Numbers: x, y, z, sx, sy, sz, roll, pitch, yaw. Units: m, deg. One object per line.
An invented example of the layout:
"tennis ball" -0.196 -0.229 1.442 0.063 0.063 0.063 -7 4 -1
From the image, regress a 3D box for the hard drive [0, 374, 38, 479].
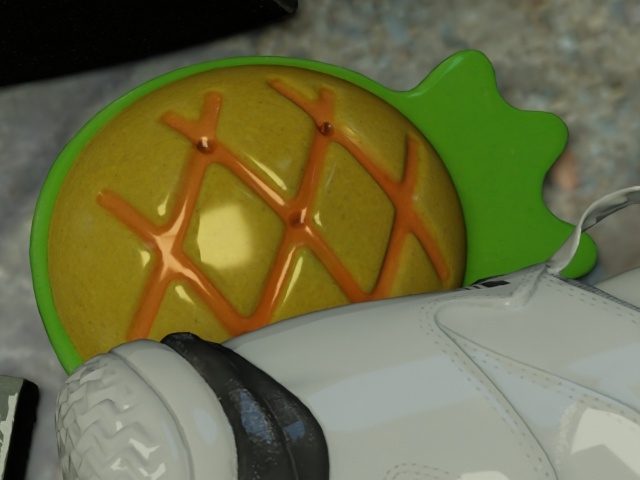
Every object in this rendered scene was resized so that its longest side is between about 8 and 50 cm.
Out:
"hard drive" -0.170 0.086 0.644 0.135 0.022 0.094 7 79 12

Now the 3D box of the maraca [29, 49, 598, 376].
"maraca" 0.000 0.000 0.595 0.186 0.099 0.127 -11 86 -17

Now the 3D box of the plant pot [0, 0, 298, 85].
"plant pot" -0.140 -0.144 0.616 0.167 0.187 0.188 -25 74 18

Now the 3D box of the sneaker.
"sneaker" 0.085 0.167 0.511 0.210 0.137 0.366 -24 91 -11
